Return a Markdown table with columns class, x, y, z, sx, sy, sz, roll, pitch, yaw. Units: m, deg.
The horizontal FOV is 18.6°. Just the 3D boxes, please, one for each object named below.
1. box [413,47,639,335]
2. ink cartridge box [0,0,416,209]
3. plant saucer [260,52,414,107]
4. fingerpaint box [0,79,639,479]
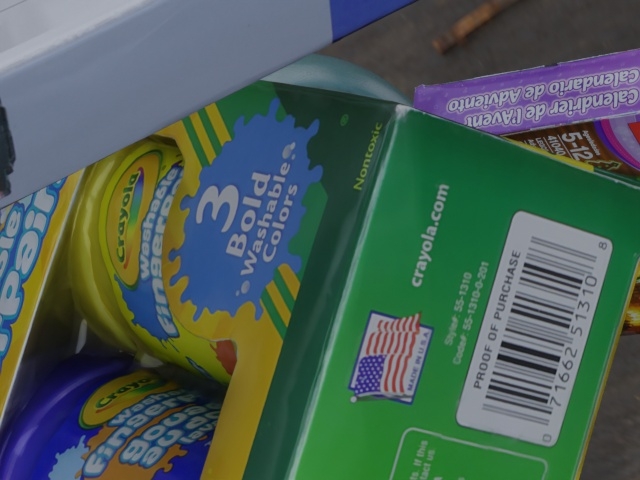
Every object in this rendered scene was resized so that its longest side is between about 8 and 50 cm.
| class | x | y | z | sx | sy | sz | roll | pitch | yaw |
| --- | --- | --- | --- | --- | --- | --- | --- | --- | --- |
| box | 0.212 | -0.025 | 1.392 | 0.201 | 0.293 | 0.057 | -9 | 56 | 26 |
| ink cartridge box | -0.100 | -0.100 | 0.590 | 0.311 | 0.065 | 0.186 | -30 | 53 | -14 |
| plant saucer | 0.000 | 0.000 | 1.578 | 0.317 | 0.044 | 0.317 | 4 | 82 | -26 |
| fingerpaint box | -0.068 | 0.144 | 0.963 | 0.371 | 0.163 | 0.445 | 17 | 90 | 57 |
